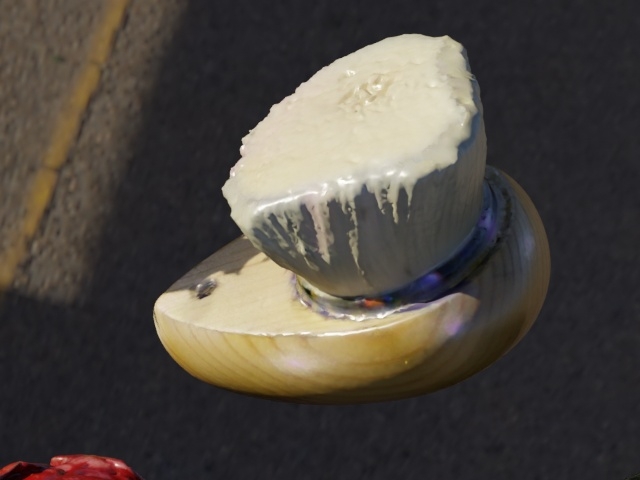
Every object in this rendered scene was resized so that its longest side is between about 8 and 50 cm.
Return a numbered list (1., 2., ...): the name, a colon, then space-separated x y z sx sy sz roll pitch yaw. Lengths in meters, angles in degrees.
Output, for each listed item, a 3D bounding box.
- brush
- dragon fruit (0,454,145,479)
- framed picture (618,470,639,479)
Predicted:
1. brush: 0.000 0.000 1.197 0.267 0.166 0.174 -18 36 17
2. dragon fruit: -0.185 0.264 1.359 0.234 0.233 0.293 37 13 10
3. framed picture: 0.180 0.176 1.260 0.189 0.260 0.023 -20 81 -50
